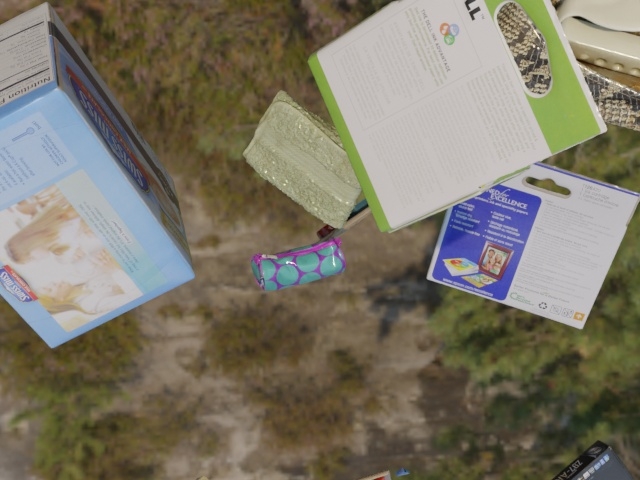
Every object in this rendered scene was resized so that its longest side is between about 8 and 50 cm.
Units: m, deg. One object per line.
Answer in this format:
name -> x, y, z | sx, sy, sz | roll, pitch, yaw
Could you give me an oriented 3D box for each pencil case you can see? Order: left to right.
pencil case -> -0.037, 0.039, 1.675 | 0.151, 0.064, 0.070 | -13, 132, -11

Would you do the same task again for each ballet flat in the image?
ballet flat -> 0.435, -0.198, 1.206 | 0.483, 0.164, 0.182 | 18, 142, 4

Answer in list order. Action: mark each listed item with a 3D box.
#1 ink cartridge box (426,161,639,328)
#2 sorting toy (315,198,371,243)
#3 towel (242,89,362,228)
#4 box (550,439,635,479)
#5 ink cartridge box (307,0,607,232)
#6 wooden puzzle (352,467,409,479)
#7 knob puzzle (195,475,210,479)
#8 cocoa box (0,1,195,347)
ink cartridge box -> 0.372, -0.016, 1.773 | 0.303, 0.072, 0.307 | 19, 124, 8
sorting toy -> 0.000, 0.000, 2.017 | 0.229, 0.041, 0.307 | -40, -178, -41
towel -> -0.014, -0.089, 1.128 | 0.027, 0.148, 0.110 | -40, 164, -53
box -> 0.185, 0.192, 0.698 | 0.083, 0.067, 0.018 | -37, -170, -8
ink cartridge box -> 0.134, -0.139, 0.903 | 0.255, 0.189, 0.097 | -24, 179, 43
wooden puzzle -> 0.063, 0.334, 1.366 | 0.116, 0.014, 0.078 | -20, 157, 5
knob puzzle -> -0.073, 0.355, 1.001 | 0.213, 0.213, 0.030 | 10, 143, -46
cocoa box -> -0.350, -0.077, 1.291 | 0.231, 0.228, 0.347 | -27, 132, 3
